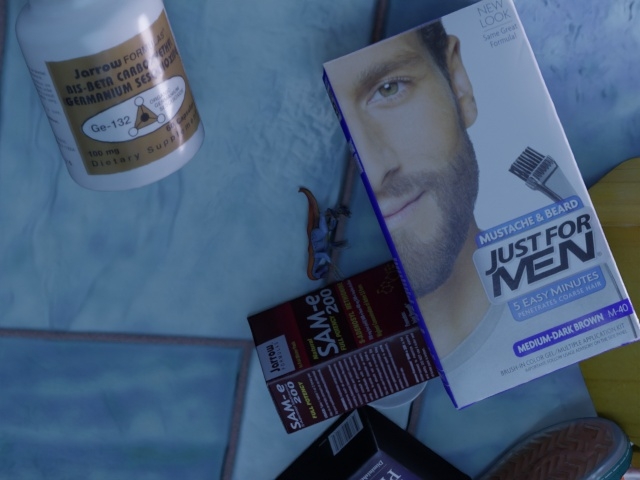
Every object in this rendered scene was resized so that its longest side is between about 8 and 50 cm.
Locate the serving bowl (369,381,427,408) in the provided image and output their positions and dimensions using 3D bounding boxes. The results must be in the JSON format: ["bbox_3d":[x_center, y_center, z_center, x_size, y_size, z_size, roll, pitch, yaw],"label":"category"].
[{"bbox_3d":[0.072,0.136,1.667,0.083,0.027,0.083,-5,120,-8],"label":"serving bowl"}]

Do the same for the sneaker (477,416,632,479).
[{"bbox_3d":[0.239,0.309,1.755,0.302,0.108,0.121,-39,122,23],"label":"sneaker"}]

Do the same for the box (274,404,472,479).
[{"bbox_3d":[0.026,0.329,1.725,0.184,0.103,0.261,37,106,-29],"label":"box"}]

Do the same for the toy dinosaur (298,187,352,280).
[{"bbox_3d":[0.000,0.000,1.583,0.090,0.047,0.082,40,118,7],"label":"toy dinosaur"}]

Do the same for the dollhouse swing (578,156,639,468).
[{"bbox_3d":[0.464,0.027,1.670,0.315,0.305,0.347,1,130,37],"label":"dollhouse swing"}]

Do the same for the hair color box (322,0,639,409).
[{"bbox_3d":[0.145,-0.036,1.456,0.185,0.110,0.339,-22,89,1],"label":"hair color box"}]

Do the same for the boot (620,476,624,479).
[{"bbox_3d":[0.313,0.325,1.790,0.059,0.084,0.158,0,120,-13],"label":"boot"}]

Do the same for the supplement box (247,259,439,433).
[{"bbox_3d":[0.056,0.091,1.581,0.239,0.130,0.073,-22,121,0],"label":"supplement box"}]

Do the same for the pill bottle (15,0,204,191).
[{"bbox_3d":[-0.194,-0.169,1.384,0.131,0.131,0.229,-18,120,-1],"label":"pill bottle"}]
